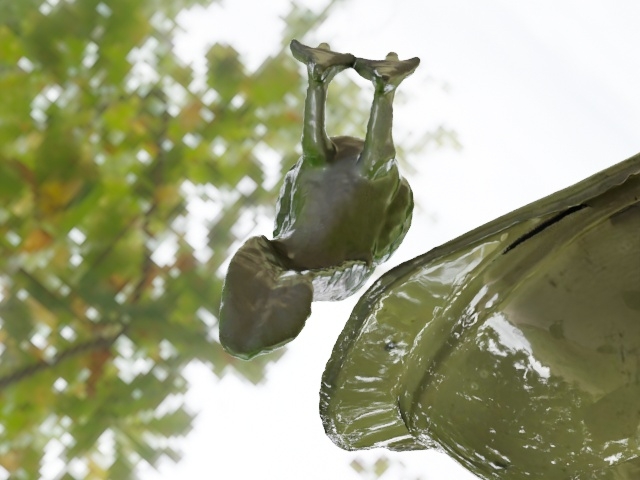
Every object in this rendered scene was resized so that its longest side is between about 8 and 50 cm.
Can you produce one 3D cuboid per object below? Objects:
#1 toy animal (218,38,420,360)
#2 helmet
[{"bbox_3d":[0.003,-0.017,0.541,0.041,0.075,0.217,9,-175,7],"label":"toy animal"},{"bbox_3d":[0.142,0.071,0.969,0.137,0.257,0.204,53,155,30],"label":"helmet"}]
